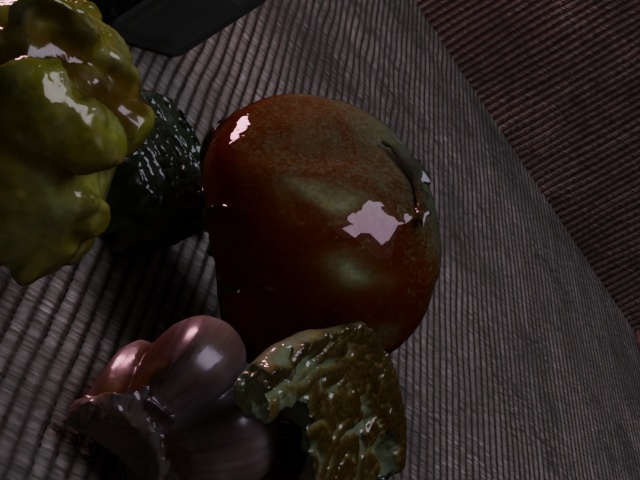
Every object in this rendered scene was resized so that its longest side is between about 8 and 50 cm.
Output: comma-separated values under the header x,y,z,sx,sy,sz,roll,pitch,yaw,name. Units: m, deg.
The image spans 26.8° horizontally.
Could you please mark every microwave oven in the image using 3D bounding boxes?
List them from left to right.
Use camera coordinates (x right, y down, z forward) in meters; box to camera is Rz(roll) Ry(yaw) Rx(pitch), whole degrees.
x,y,z,sx,sy,sz,roll,pitch,yaw,name
-0.225,-0.421,1.763,0.295,0.181,0.237,65,19,11,microwave oven

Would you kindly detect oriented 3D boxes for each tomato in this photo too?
x,y,z,sx,sy,sz,roll,pitch,yaw,name
0.000,0.000,1.408,0.303,0.239,0.303,172,-90,-85,tomato

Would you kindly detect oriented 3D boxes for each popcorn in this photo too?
x,y,z,sx,sy,sz,roll,pitch,yaw,name
-0.262,-0.111,1.165,0.235,0.242,0.250,38,26,-42,popcorn

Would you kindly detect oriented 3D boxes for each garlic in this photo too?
x,y,z,sx,sy,sz,roll,pitch,yaw,name
-0.110,0.180,1.249,0.214,0.160,0.191,56,26,-3,garlic

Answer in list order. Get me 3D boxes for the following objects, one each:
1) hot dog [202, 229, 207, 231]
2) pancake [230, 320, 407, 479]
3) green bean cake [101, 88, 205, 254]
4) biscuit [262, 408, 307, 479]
x,y,z,sx,sy,sz,roll,pitch,yaw,name
-0.168,-0.092,1.636,0.188,0.055,0.072,61,21,-3,hot dog
0.008,0.182,1.280,0.376,0.054,0.197,53,52,-55,pancake
-0.197,-0.084,1.494,0.181,0.094,0.173,64,19,7,green bean cake
0.005,0.315,1.420,0.366,0.115,0.268,62,20,5,biscuit
